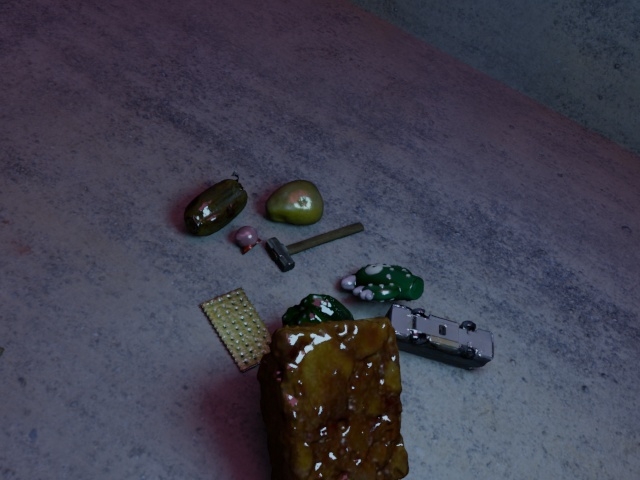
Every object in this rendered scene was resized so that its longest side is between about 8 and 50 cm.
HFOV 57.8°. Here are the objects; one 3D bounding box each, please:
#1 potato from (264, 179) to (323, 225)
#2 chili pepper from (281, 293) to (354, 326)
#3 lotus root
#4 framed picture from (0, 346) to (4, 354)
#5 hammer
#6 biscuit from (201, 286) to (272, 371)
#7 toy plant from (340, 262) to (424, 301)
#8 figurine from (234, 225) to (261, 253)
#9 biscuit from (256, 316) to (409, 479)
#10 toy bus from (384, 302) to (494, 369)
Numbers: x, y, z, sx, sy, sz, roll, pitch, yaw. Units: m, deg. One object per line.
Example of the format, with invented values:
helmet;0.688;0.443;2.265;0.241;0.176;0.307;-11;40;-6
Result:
potato;-0.086;-0.117;1.872;0.194;0.157;0.157;-13;55;-14
chili pepper;0.021;0.255;1.548;0.261;0.174;0.165;45;12;-28
lotus root;-0.318;-0.101;1.768;0.124;0.123;0.241;47;52;0
framed picture;-0.848;0.271;1.307;0.200;0.010;0.136;19;47;-6
hammer;0.000;0.000;1.861;0.365;0.043;0.111;-19;59;-35
biscuit;-0.214;0.239;1.580;0.139;0.016;0.231;-21;60;-34
toy plant;0.184;0.127;1.739;0.232;0.113;0.243;-6;14;-23
figurine;-0.221;-0.011;1.764;0.071;0.067;0.083;51;32;-2
biscuit;0.028;0.380;1.332;0.342;0.166;0.395;-1;84;-34
toy bus;0.333;0.286;1.674;0.316;0.138;0.112;19;51;-6
